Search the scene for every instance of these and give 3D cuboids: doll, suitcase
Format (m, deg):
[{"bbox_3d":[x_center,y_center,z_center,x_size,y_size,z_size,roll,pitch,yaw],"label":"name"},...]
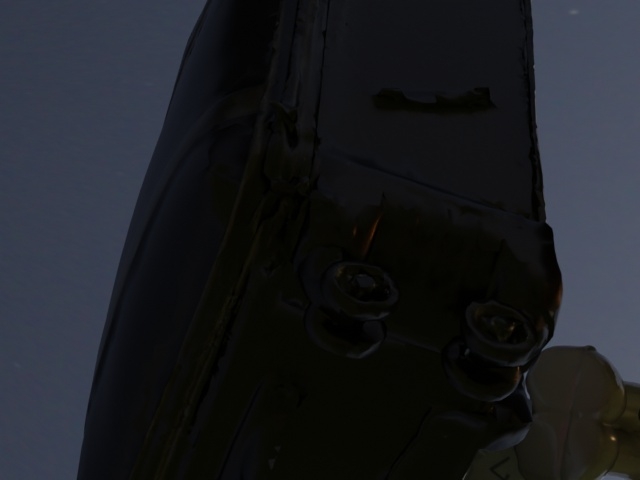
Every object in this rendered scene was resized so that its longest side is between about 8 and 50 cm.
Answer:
[{"bbox_3d":[0.244,0.155,1.140,0.271,0.144,0.208,-4,-86,-27],"label":"doll"},{"bbox_3d":[0.000,0.000,0.994,0.194,0.434,0.283,18,-56,-6],"label":"suitcase"}]

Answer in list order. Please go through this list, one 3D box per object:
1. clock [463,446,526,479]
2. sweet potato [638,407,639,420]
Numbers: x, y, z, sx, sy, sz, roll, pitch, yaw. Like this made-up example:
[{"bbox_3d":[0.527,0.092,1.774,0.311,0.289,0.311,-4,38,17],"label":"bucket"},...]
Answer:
[{"bbox_3d":[0.047,0.150,1.140,0.215,0.042,0.215,14,-133,-15],"label":"clock"},{"bbox_3d":[0.160,0.019,0.356,0.098,0.310,0.124,-37,-102,-19],"label":"sweet potato"}]
